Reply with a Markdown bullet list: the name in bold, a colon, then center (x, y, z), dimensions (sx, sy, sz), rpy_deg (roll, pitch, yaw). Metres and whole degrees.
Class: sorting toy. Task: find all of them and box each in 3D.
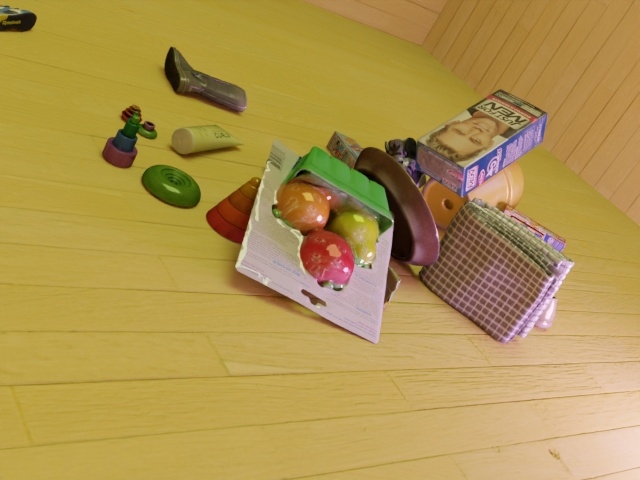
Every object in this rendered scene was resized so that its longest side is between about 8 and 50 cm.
- **sorting toy**: center (-0.259, -0.138, 1.630), dimensions (0.366, 0.126, 0.127), rpy_deg (31, 24, -1)
- **sorting toy**: center (-0.407, -0.274, 1.817), dimensions (0.102, 0.042, 0.061), rpy_deg (38, 25, 14)

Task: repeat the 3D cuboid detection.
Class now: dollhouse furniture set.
- **dollhouse furniture set**: center (0.140, 0.077, 1.732), dimensions (0.059, 0.076, 0.151), rpy_deg (13, 29, -33)

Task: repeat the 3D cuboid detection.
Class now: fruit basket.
- **fruit basket**: center (0.000, 0.000, 1.616), dimensions (0.327, 0.165, 0.352), rpy_deg (29, 53, -20)

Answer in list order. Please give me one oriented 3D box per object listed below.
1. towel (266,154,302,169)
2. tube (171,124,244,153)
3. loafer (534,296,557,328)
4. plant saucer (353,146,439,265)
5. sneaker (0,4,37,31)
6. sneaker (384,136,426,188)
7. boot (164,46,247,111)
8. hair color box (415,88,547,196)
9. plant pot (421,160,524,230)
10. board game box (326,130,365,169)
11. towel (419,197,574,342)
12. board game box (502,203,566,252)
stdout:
- **towel**: center (-0.001, -0.097, 1.904), dimensions (0.228, 0.076, 0.308), rpy_deg (19, 27, -24)
- **tube**: center (-0.268, -0.246, 1.910), dimensions (0.240, 0.062, 0.070), rpy_deg (-25, 100, -67)
- **loafer**: center (0.522, 0.112, 2.081), dimensions (0.102, 0.092, 0.268), rpy_deg (7, 33, -42)
- **plant saucer**: center (0.159, -0.067, 1.852), dimensions (0.050, 0.310, 0.310), rpy_deg (-30, 55, -18)
- **sneaker**: center (-0.742, -0.536, 1.925), dimensions (0.059, 0.053, 0.144), rpy_deg (36, 24, 16)
- **sneaker**: center (0.205, -0.197, 2.204), dimensions (0.101, 0.153, 0.269), rpy_deg (-5, 14, 29)
- **boot**: center (-0.313, -0.440, 2.206), dimensions (0.209, 0.076, 0.189), rpy_deg (5, 49, -33)
- **hair color box**: center (0.440, -0.272, 2.192), dimensions (0.347, 0.105, 0.174), rpy_deg (-34, 52, -27)
- **plant pot**: center (0.413, -0.141, 2.292), dimensions (0.254, 0.254, 0.239), rpy_deg (39, 42, 18)
- **board game box**: center (0.116, -0.235, 2.320), dimensions (0.194, 0.060, 0.194), rpy_deg (3, 37, -46)
- **towel**: center (0.392, 0.073, 1.840), dimensions (0.284, 0.235, 0.121), rpy_deg (39, 29, 20)
- **board game box**: center (0.564, 0.011, 2.255), dimensions (0.194, 0.146, 0.045), rpy_deg (32, 25, 1)
